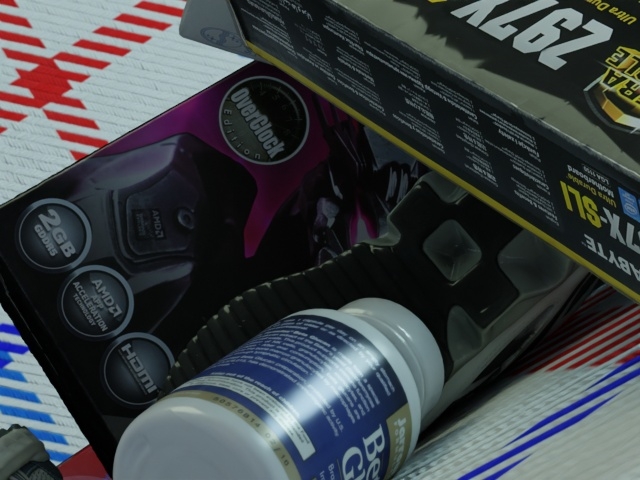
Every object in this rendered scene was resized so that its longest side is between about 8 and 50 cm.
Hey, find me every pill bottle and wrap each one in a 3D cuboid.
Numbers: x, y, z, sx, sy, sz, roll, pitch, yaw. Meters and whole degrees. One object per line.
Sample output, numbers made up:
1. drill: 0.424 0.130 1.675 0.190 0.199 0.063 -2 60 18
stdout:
1. pill bottle: -0.011 0.088 0.846 0.094 0.094 0.169 -34 -1 38

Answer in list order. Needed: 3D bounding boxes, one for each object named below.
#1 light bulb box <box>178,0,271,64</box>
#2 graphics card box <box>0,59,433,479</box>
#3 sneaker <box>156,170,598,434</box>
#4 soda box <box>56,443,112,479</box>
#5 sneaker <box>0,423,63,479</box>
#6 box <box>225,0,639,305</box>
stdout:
1. light bulb box: 0.146 -0.257 1.044 0.225 0.361 0.358 128 158 -71
2. graphics card box: 0.000 0.000 1.116 0.371 0.233 0.094 -31 -1 -18
3. sneaker: 0.060 0.045 1.000 0.330 0.122 0.146 -37 -21 12
4. soda box: -0.154 0.198 1.510 0.083 0.092 0.263 -32 -3 -44
5. sneaker: -0.185 0.192 0.981 0.110 0.122 0.283 -43 2 10
6. box: 0.141 -0.116 0.745 0.257 0.079 0.322 -35 40 -16
